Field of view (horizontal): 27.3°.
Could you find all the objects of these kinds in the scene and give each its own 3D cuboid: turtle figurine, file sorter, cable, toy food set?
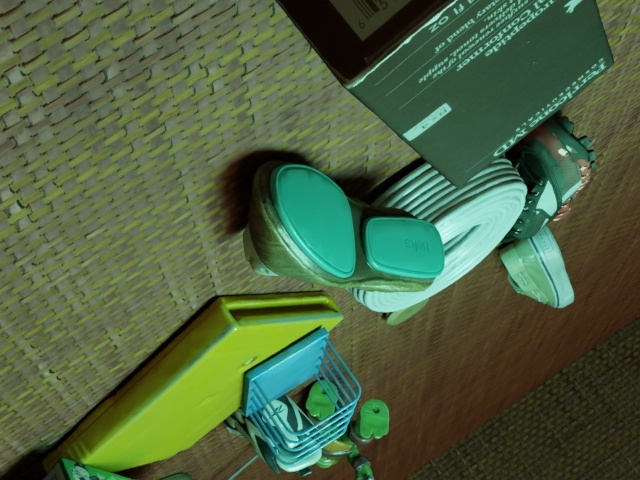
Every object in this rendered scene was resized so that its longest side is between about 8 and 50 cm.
[{"bbox_3d":[0.004,0.364,2.171,0.275,0.198,0.266,-31,159,-29],"label":"turtle figurine"},{"bbox_3d":[-0.024,0.209,1.703,0.118,0.104,0.170,-30,163,-16],"label":"file sorter"},{"bbox_3d":[0.133,-0.012,1.606,0.257,0.089,0.257,-14,152,-50],"label":"cable"},{"bbox_3d":[0.132,0.101,2.015,0.083,0.020,0.083,-28,161,-25],"label":"toy food set"}]

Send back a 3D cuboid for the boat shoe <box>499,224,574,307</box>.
[{"bbox_3d":[0.359,0.047,2.208,0.094,0.109,0.302,-22,155,8],"label":"boat shoe"}]

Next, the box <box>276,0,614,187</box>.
[{"bbox_3d":[0.104,-0.178,1.044,0.191,0.143,0.381,-39,164,9],"label":"box"}]

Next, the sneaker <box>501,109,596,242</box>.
[{"bbox_3d":[0.271,-0.071,1.700,0.135,0.097,0.276,-35,164,-11],"label":"sneaker"}]

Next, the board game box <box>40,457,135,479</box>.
[{"bbox_3d":[-0.325,0.414,1.618,0.317,0.046,0.213,-48,135,14],"label":"board game box"}]

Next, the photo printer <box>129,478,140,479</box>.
[{"bbox_3d":[-0.284,0.426,1.775,0.308,0.107,0.256,15,127,-35],"label":"photo printer"}]

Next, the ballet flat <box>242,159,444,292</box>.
[{"bbox_3d":[0.000,0.000,1.353,0.124,0.116,0.342,-14,166,31],"label":"ballet flat"}]

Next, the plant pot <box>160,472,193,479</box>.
[{"bbox_3d":[-0.277,0.479,2.079,0.237,0.109,0.237,-33,163,-11],"label":"plant pot"}]

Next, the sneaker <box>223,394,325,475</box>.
[{"bbox_3d":[-0.063,0.283,1.895,0.094,0.153,0.235,-28,161,-20],"label":"sneaker"}]

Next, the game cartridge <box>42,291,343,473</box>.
[{"bbox_3d":[-0.154,0.180,1.642,0.324,0.052,0.285,-40,163,20],"label":"game cartridge"}]
